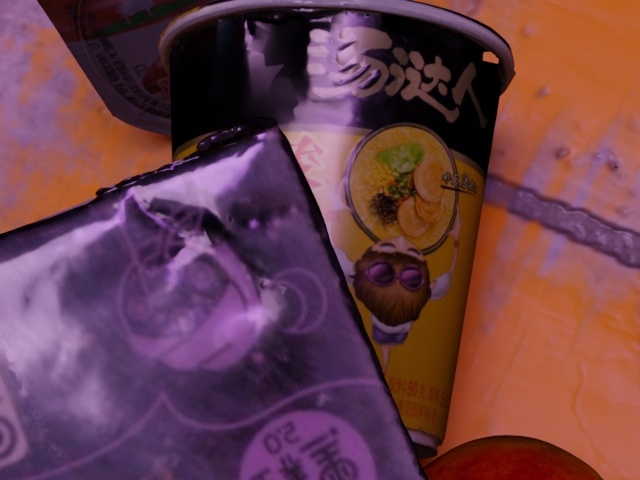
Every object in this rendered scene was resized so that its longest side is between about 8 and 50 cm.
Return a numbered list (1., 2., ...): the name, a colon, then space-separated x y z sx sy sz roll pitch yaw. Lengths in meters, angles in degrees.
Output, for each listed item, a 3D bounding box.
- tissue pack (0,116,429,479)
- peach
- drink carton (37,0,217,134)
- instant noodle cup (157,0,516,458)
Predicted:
1. tissue pack: -0.071 0.155 0.710 0.259 0.122 0.361 -23 91 -5
2. peach: 0.087 0.166 0.841 0.151 0.118 0.151 -44 28 31
3. drink carton: -0.078 -0.196 1.002 0.186 0.191 0.189 -21 54 7
4. instant noodle cup: 0.000 0.000 0.889 0.216 0.215 0.236 1 76 14
